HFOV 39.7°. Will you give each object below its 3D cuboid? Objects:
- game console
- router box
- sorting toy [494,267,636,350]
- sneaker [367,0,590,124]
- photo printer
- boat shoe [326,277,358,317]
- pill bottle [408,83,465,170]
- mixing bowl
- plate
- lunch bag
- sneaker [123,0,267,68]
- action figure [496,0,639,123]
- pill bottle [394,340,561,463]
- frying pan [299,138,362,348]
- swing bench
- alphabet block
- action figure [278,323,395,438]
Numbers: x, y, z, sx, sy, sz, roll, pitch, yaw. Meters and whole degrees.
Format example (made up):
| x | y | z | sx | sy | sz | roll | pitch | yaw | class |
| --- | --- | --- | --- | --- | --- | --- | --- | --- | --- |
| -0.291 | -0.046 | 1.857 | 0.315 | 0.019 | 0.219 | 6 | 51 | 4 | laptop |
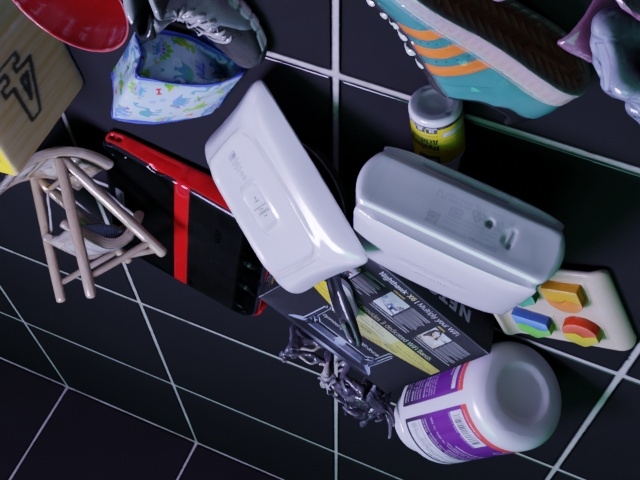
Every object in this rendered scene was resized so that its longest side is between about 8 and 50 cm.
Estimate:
| x | y | z | sx | sy | sz | roll | pitch | yaw | class |
| --- | --- | --- | --- | --- | --- | --- | --- | --- | --- |
| -0.229 | -0.018 | 1.603 | 0.342 | 0.060 | 0.386 | 30 | 151 | 7 | game console |
| 0.092 | 0.111 | 1.453 | 0.309 | 0.081 | 0.243 | 39 | 136 | -22 | router box |
| 0.344 | 0.102 | 1.322 | 0.208 | 0.038 | 0.193 | 3 | 143 | 37 | sorting toy |
| 0.125 | -0.214 | 0.909 | 0.302 | 0.108 | 0.121 | 33 | 147 | -14 | sneaker |
| 0.165 | 0.001 | 1.163 | 0.256 | 0.107 | 0.307 | 25 | 171 | 6 | photo printer |
| 0.032 | 0.096 | 1.370 | 0.035 | 0.035 | 0.100 | -1 | 135 | 23 | boat shoe |
| 0.144 | -0.130 | 1.078 | 0.065 | 0.065 | 0.116 | 15 | 151 | 21 | pill bottle |
| -0.291 | -0.330 | 1.077 | 0.182 | 0.098 | 0.181 | 21 | 152 | 12 | mixing bowl |
| -0.070 | -0.056 | 1.247 | 0.278 | 0.045 | 0.277 | 60 | 156 | 0 | plate |
| -0.193 | -0.215 | 1.194 | 0.151 | 0.096 | 0.129 | 6 | 161 | -26 | lunch bag |
| -0.161 | -0.261 | 1.046 | 0.086 | 0.132 | 0.228 | -1 | 141 | 41 | sneaker |
| 0.306 | -0.233 | 0.556 | 0.276 | 0.370 | 0.248 | 34 | -166 | -5 | action figure |
| 0.260 | 0.294 | 1.562 | 0.182 | 0.181 | 0.323 | 33 | 152 | -11 | pill bottle |
| 0.011 | -0.015 | 1.279 | 0.326 | 0.053 | 0.197 | 52 | 144 | 7 | frying pan |
| -0.430 | -0.040 | 1.553 | 0.254 | 0.165 | 0.253 | 62 | 154 | -10 | swing bench |
| -0.499 | -0.242 | 1.294 | 0.193 | 0.197 | 0.193 | 15 | 150 | 22 | alphabet block |
| 0.057 | 0.253 | 1.715 | 0.276 | 0.141 | 0.164 | 35 | 152 | 20 | action figure |
